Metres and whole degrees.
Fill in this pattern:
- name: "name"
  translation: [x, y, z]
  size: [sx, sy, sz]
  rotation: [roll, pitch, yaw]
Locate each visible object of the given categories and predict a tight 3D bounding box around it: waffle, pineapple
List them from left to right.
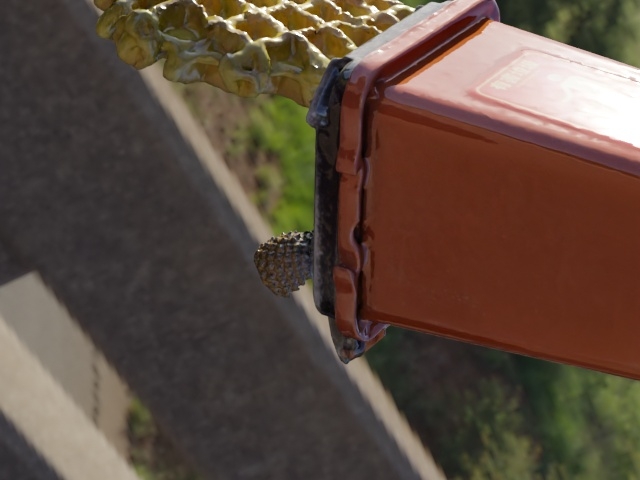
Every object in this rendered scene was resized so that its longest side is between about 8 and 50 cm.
- name: "waffle"
  translation: [-0.046, -0.174, 1.222]
  size: [0.249, 0.253, 0.056]
  rotation: [-111, -152, -53]
- name: "pineapple"
  translation: [0.000, 0.000, 1.448]
  size: [0.058, 0.124, 0.058]
  rotation: [54, 12, -16]

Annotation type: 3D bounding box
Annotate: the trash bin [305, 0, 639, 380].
- name: "trash bin"
  translation: [0.122, -0.007, 0.837]
  size: [0.161, 0.239, 0.184]
  rotation: [-38, 139, -49]
